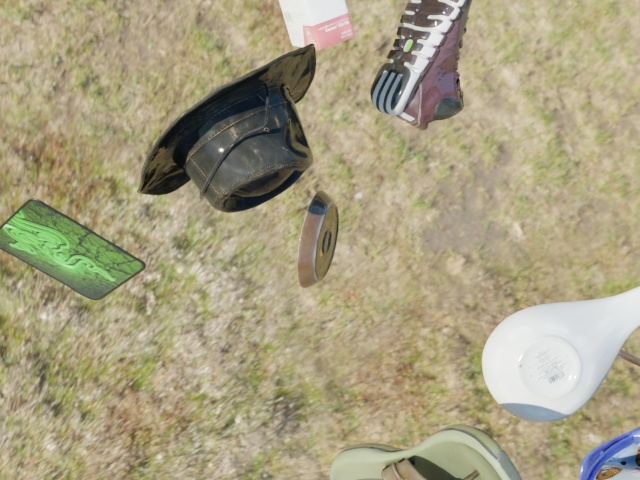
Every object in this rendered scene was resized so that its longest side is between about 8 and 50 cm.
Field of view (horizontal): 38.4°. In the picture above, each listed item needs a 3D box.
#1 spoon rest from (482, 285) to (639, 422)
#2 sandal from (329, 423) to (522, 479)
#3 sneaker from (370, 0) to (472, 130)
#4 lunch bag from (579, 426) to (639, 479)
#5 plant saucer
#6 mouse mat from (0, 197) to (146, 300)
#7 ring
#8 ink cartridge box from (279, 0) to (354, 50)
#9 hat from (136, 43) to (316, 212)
[{"bbox_3d":[0.322,0.114,1.077,0.276,0.084,0.137,-29,88,10],"label":"spoon rest"},{"bbox_3d":[0.107,0.280,1.004,0.086,0.302,0.120,-35,96,-40],"label":"sandal"},{"bbox_3d":[0.204,-0.313,1.538,0.162,0.106,0.281,28,94,-41],"label":"sneaker"},{"bbox_3d":[0.564,0.540,1.588,0.385,0.238,0.328,-33,117,-56],"label":"lunch bag"},{"bbox_3d":[0.000,0.000,1.544,0.029,0.168,0.169,10,65,14],"label":"plant saucer"},{"bbox_3d":[-0.360,0.018,1.306,0.189,0.152,0.007,35,46,-25],"label":"mouse mat"},{"bbox_3d":[0.552,0.212,1.849,0.336,0.336,0.032,25,94,-12],"label":"ring"},{"bbox_3d":[-0.023,-0.394,1.379,0.067,0.115,0.198,-24,113,-16],"label":"ink cartridge box"},{"bbox_3d":[-0.091,-0.126,1.280,0.331,0.331,0.134,-37,83,-28],"label":"hat"}]
